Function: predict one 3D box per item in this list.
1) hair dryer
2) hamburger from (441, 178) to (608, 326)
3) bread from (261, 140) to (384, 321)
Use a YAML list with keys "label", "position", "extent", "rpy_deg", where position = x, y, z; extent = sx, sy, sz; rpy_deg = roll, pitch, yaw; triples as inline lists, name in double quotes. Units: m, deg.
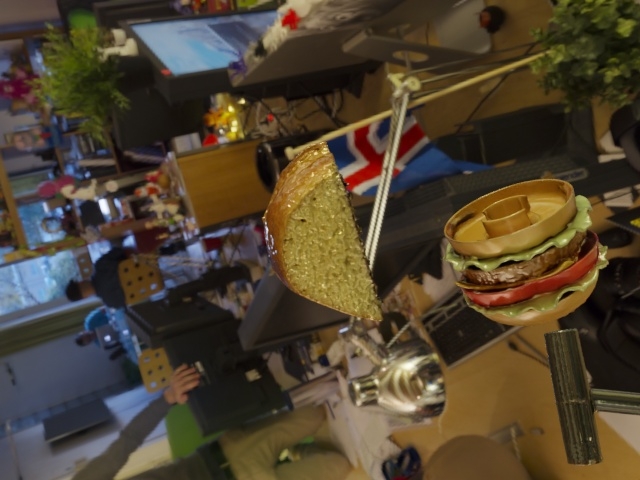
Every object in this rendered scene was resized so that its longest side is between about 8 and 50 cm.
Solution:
- label: "hair dryer"
  position: [0.406, 0.197, 0.830]
  extent: [0.050, 0.195, 0.173]
  rpy_deg: [120, 144, -77]
- label: "hamburger"
  position: [0.365, 0.034, 1.108]
  extent: [0.274, 0.274, 0.212]
  rpy_deg: [8, 126, 63]
- label: "bread"
  position: [-0.007, 0.008, 0.846]
  extent: [0.129, 0.134, 0.260]
  rpy_deg: [-116, 6, -69]
